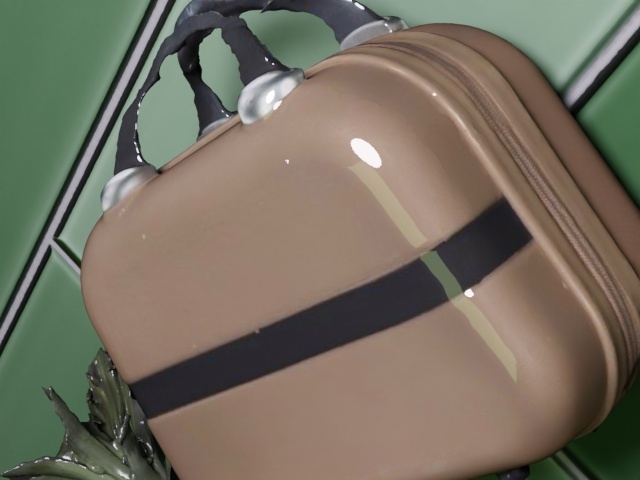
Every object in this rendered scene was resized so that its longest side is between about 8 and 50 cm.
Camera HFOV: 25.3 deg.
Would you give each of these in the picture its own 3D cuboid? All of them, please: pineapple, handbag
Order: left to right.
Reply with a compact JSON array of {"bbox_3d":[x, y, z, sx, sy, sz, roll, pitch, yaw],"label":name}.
[{"bbox_3d":[-0.089,0.189,0.970,0.277,0.119,0.130,31,152,26],"label":"pineapple"},{"bbox_3d":[0.000,0.000,0.746,0.302,0.149,0.283,-25,96,49],"label":"handbag"}]
